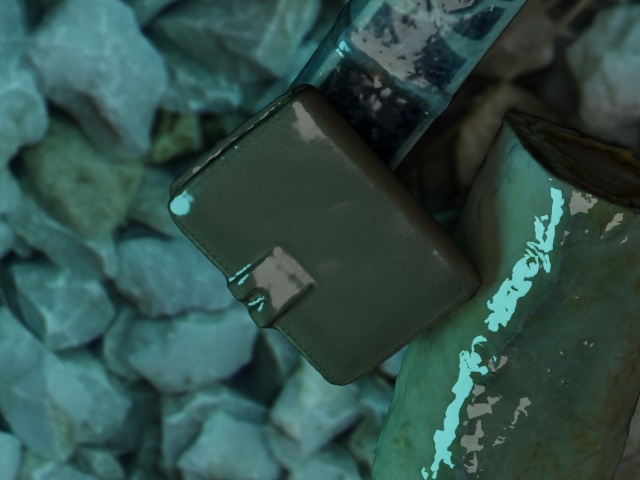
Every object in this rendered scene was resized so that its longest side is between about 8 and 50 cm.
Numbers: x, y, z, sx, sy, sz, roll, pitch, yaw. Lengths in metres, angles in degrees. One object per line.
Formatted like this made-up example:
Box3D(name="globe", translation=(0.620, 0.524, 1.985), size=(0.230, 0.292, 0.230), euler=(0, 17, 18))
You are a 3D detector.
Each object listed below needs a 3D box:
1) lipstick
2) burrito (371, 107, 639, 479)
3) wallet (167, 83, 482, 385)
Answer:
Box3D(name="lipstick", translation=(0.056, -0.120, 0.929), size=(0.077, 0.076, 0.290), euler=(35, 112, -8))
Box3D(name="burrito", translation=(0.118, 0.085, 0.994), size=(0.143, 0.105, 0.299), euler=(14, 112, -3))
Box3D(name="wallet", translation=(0.000, 0.000, 0.929), size=(0.118, 0.039, 0.153), euler=(-36, 110, 18))
